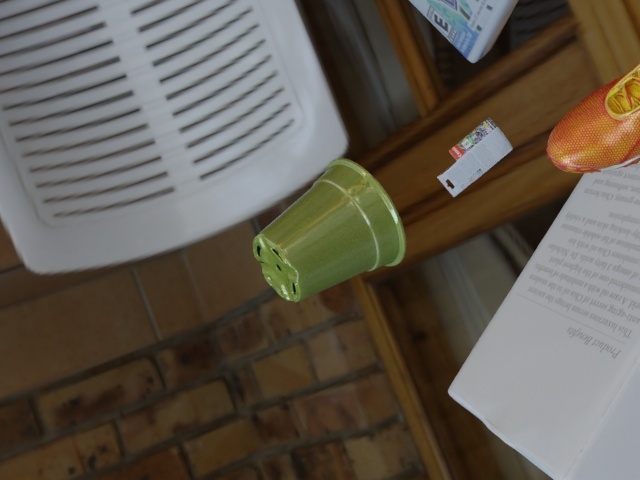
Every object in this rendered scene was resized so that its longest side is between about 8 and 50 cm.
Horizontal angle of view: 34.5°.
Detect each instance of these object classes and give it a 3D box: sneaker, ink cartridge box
[{"bbox_3d":[0.223,-0.106,0.677,0.175,0.064,0.067,-33,143,6],"label":"sneaker"},{"bbox_3d":[0.223,-0.122,1.524,0.115,0.029,0.063,-40,137,7],"label":"ink cartridge box"}]

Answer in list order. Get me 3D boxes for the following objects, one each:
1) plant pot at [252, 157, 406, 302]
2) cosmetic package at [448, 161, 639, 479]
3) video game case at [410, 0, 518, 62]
[{"bbox_3d":[0.000,0.000,0.684,0.079,0.083,0.083,-32,179,-23],"label":"plant pot"},{"bbox_3d":[0.332,0.016,0.918,0.453,0.161,0.230,-57,-161,0],"label":"cosmetic package"},{"bbox_3d":[0.080,-0.336,0.954,0.036,0.300,0.329,-42,173,-10],"label":"video game case"}]
